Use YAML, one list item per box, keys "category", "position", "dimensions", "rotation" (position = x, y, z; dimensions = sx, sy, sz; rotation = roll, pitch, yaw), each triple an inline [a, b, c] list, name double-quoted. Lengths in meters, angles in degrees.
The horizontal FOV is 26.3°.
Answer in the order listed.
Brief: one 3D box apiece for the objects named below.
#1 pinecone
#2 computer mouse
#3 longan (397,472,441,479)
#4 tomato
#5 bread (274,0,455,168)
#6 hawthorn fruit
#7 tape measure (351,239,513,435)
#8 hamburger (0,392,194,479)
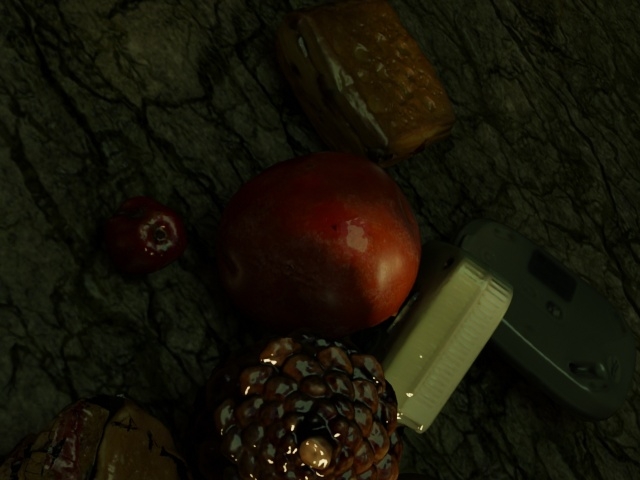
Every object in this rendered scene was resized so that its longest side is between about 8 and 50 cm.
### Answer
- category: "pinecone"
  position: [-0.028, 0.202, 1.374]
  dimensions: [0.224, 0.272, 0.224]
  rotation: [2, 81, -13]
- category: "computer mouse"
  position: [0.292, 0.109, 1.845]
  dimensions: [0.331, 0.095, 0.197]
  rotation: [40, 45, -9]
- category: "longan"
  position: [0.089, 0.354, 1.486]
  dimensions: [0.185, 0.159, 0.204]
  rotation: [26, 80, -12]
- category: "tomato"
  position: [0.001, -0.003, 1.529]
  dimensions: [0.188, 0.232, 0.232]
  rotation: [82, 25, -43]
- category: "bread"
  position: [0.054, -0.204, 1.782]
  dimensions: [0.210, 0.099, 0.235]
  rotation: [-25, 82, -49]
- category: "hawthorn fruit"
  position: [-0.185, -0.006, 1.458]
  dimensions: [0.093, 0.093, 0.093]
  rotation: [21, 56, -35]
- category: "tape measure"
  position: [0.102, 0.113, 1.606]
  dimensions: [0.115, 0.207, 0.235]
  rotation: [35, 87, -16]
- category: "hamburger"
  position: [-0.205, 0.257, 1.266]
  dimensions: [0.231, 0.107, 0.231]
  rotation: [32, 48, -42]
